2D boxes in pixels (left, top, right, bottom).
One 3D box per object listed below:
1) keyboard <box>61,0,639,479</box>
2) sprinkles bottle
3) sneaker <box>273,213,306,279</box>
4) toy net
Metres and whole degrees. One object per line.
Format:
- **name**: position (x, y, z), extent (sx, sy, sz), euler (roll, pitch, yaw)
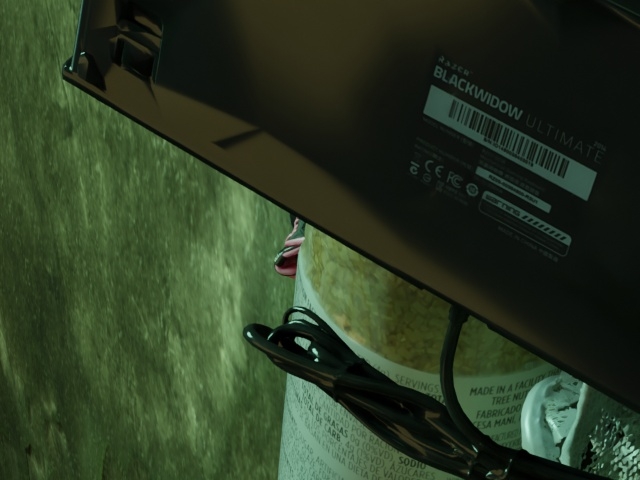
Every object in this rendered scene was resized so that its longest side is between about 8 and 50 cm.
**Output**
- **keyboard**: position (0.052, -0.002, 0.588), extent (0.317, 0.033, 0.201), euler (31, 128, 21)
- **sprinkles bottle**: position (0.046, 0.041, 0.755), extent (0.355, 0.121, 0.121), euler (96, 154, -43)
- **sneaker**: position (0.000, 0.000, 0.968), extent (0.119, 0.057, 0.047), euler (-142, 41, -64)
- **toy net**: position (0.090, 0.124, 0.679), extent (0.045, 0.122, 0.232), euler (21, 126, 49)
